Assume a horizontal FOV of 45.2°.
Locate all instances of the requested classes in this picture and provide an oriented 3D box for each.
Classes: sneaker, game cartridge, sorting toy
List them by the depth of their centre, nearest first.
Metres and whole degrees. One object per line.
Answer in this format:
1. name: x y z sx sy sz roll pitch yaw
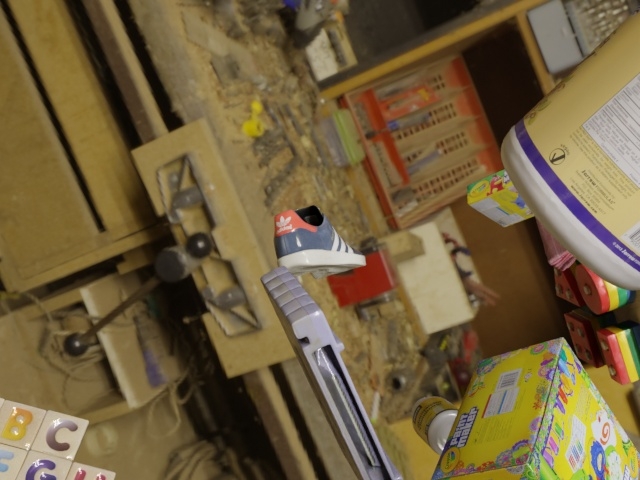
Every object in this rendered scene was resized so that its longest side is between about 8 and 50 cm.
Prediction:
1. game cartridge: 0.022 0.221 1.144 0.230 0.068 0.355 -126 -169 -70
2. sorting toy: 0.493 0.115 1.341 0.257 0.089 0.255 -119 -171 -83
3. sneaker: 0.000 0.000 1.712 0.350 0.131 0.148 14 59 -69

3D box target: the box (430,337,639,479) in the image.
1. box: 0.361 0.368 1.243 0.279 0.177 0.290 54 39 -13

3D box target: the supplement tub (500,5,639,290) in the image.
1. supplement tub: 0.388 -0.131 0.820 0.241 0.331 0.241 33 28 -21

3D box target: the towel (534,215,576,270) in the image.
1. towel: 0.476 -0.116 1.196 0.037 0.329 0.237 37 34 -25

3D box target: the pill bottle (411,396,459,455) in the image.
1. pill bottle: 0.261 0.403 1.692 0.184 0.103 0.103 -169 -124 -80

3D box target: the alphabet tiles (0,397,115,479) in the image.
1. alphabet tiles: -0.421 0.348 0.911 0.011 0.285 0.342 107 -2 -52

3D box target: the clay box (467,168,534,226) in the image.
1. clay box: 0.418 -0.104 1.525 0.127 0.222 0.053 26 54 -35
